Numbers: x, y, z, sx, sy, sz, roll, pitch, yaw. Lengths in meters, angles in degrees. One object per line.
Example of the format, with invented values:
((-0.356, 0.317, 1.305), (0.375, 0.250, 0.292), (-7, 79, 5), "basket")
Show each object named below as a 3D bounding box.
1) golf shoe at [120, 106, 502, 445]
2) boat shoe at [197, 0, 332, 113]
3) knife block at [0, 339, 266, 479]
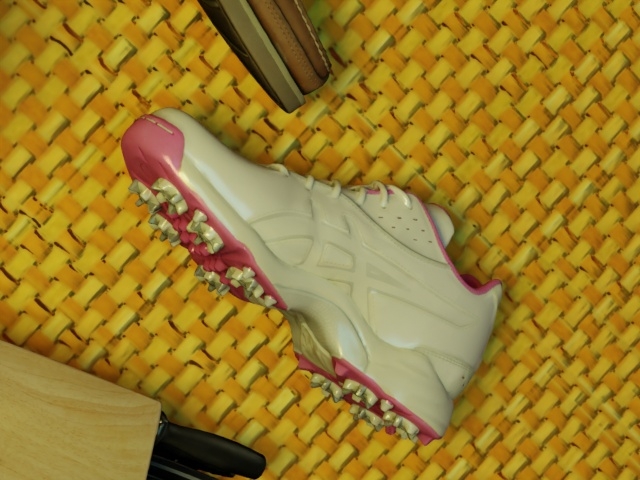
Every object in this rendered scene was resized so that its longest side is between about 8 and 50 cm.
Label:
((0.000, 0.000, 1.240), (0.306, 0.115, 0.140), (45, 76, -30), "golf shoe")
((-0.058, -0.225, 1.150), (0.104, 0.111, 0.307), (-33, 112, -8), "boat shoe")
((-0.161, 0.119, 1.197), (0.242, 0.088, 0.275), (-30, 100, -37), "knife block")
